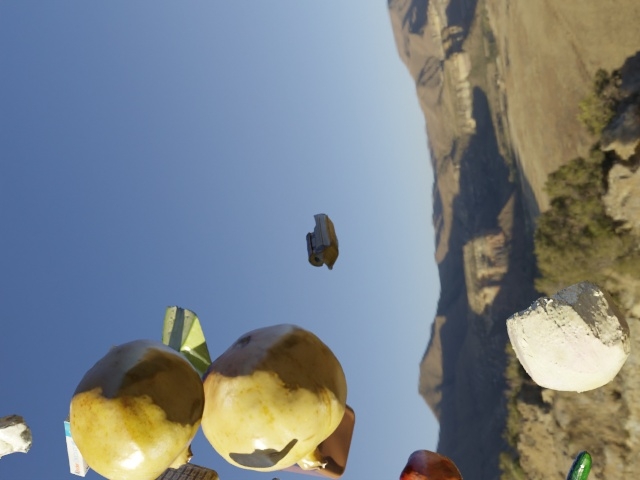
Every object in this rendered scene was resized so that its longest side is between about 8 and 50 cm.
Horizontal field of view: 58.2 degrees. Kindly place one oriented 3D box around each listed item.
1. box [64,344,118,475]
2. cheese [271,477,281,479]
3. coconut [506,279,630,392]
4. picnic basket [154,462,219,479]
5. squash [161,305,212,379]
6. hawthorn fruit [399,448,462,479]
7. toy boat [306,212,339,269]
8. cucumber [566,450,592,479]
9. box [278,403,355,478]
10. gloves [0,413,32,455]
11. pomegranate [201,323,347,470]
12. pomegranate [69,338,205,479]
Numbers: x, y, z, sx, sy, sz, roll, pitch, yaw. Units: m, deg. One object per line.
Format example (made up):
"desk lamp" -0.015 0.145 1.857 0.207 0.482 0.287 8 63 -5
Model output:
"box" -0.626 0.478 1.620 0.264 0.048 0.273 -72 -1 -49
"cheese" -0.134 0.554 1.063 0.050 0.127 0.235 46 -110 -34
"coconut" 0.665 0.267 1.521 0.254 0.297 0.297 68 -170 21
"picnic basket" -0.383 0.732 1.442 0.175 0.228 0.312 -51 -34 -63
"squash" -0.359 0.306 1.638 0.155 0.237 0.203 21 -101 -29
"hawthorn fruit" 0.318 0.695 1.655 0.189 0.189 0.189 -8 -90 -75
"toy boat" 0.000 0.000 1.614 0.068 0.088 0.226 50 -163 -32
"cucumber" 0.435 0.426 0.985 0.036 0.033 0.184 -74 -16 -61
"box" -0.071 0.563 1.728 0.339 0.230 0.239 48 -131 -48
"gloves" -0.776 0.478 1.412 0.153 0.115 0.070 106 149 -51
"pomegranate" -0.098 0.364 1.267 0.342 0.343 0.342 -8 -90 -75
"pomegranate" -0.307 0.286 0.964 0.233 0.233 0.233 -8 -90 -75
